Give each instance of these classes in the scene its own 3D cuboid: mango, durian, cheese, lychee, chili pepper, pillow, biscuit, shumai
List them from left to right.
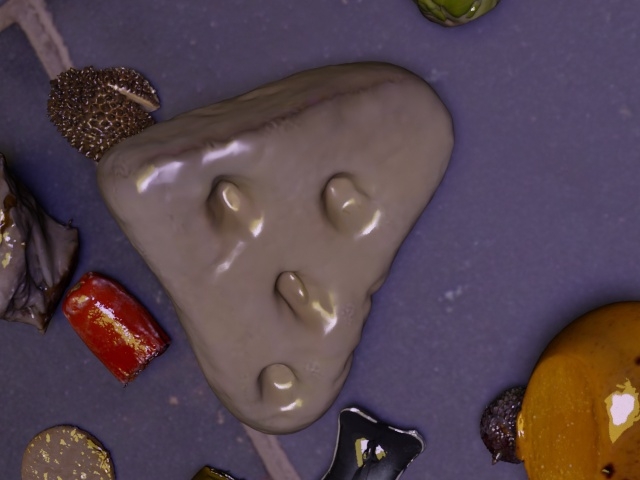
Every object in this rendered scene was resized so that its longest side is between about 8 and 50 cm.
[{"bbox_3d":[-0.321,0.003,0.991,0.201,0.120,0.201,1,91,56],"label":"shumai"},{"bbox_3d":[-0.289,0.269,1.060,0.120,0.015,0.120,1,96,12],"label":"biscuit"},{"bbox_3d":[-0.244,-0.141,0.986,0.140,0.071,0.110,27,100,13],"label":"durian"},{"bbox_3d":[-0.224,0.089,1.004,0.123,0.070,0.073,48,146,0],"label":"chili pepper"},{"bbox_3d":[0.000,0.000,0.912,0.328,0.129,0.351,-29,116,-9],"label":"cheese"},{"bbox_3d":[0.044,0.246,0.971,0.091,0.055,0.136,17,103,-22],"label":"pillow"},{"bbox_3d":[0.190,0.187,0.927,0.068,0.067,0.083,38,82,-37],"label":"lychee"},{"bbox_3d":[0.288,0.199,0.853,0.191,0.160,0.291,3,95,-25],"label":"mango"}]

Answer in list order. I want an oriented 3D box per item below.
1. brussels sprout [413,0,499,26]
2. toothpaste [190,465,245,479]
[{"bbox_3d":[0.124,-0.279,0.860,0.117,0.155,0.155,-20,91,12],"label":"brussels sprout"},{"bbox_3d":[-0.007,0.348,0.985,0.312,0.071,0.089,22,103,8],"label":"toothpaste"}]
